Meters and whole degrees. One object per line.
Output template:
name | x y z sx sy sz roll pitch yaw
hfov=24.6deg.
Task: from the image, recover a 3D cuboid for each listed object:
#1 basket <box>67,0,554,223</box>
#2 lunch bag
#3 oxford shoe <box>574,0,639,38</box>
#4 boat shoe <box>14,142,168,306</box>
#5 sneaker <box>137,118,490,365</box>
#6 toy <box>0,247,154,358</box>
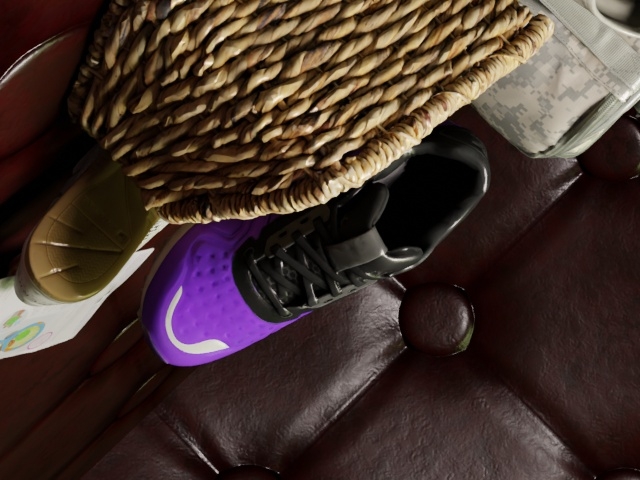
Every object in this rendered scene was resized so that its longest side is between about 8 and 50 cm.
basket | -0.013 -0.118 1.124 0.299 0.223 0.213 -40 171 -41
lunch bag | 0.179 -0.226 1.301 0.212 0.305 0.256 -44 179 5
oxford shoe | 0.164 -0.256 0.986 0.169 0.130 0.449 -36 149 23
boat shoe | -0.162 -0.048 1.233 0.277 0.098 0.096 -46 -168 -33
sneaker | 0.000 -0.001 1.073 0.293 0.102 0.146 -34 -161 -7
toy | -0.265 0.049 1.302 0.137 0.056 0.237 -44 169 25
